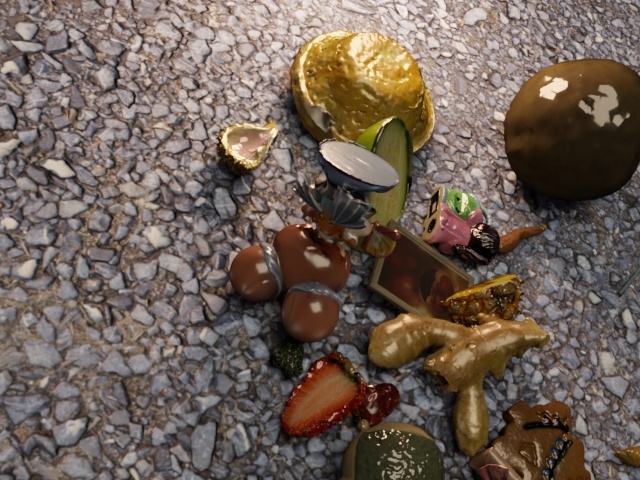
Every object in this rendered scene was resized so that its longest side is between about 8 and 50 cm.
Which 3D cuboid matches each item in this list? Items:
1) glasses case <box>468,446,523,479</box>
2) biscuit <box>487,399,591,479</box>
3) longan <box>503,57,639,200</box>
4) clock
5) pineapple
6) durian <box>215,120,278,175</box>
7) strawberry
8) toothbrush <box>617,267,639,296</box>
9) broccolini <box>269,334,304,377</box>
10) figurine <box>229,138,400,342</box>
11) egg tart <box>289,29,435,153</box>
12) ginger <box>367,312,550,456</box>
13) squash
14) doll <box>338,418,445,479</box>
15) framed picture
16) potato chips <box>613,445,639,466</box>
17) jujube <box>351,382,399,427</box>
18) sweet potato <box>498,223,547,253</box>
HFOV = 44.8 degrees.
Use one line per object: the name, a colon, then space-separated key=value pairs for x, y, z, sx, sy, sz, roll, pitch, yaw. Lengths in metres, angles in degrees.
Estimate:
glasses case: x=0.415 y=0.553 z=1.720 sx=0.070 sy=0.102 sz=0.193 roll=-39 pitch=83 yaw=-28
biscuit: x=0.543 y=0.517 z=1.830 sx=0.278 sy=0.043 sz=0.301 roll=-27 pitch=76 yaw=-33
longan: x=0.733 y=-0.310 z=2.166 sx=0.436 sy=0.404 sz=0.404 roll=-8 pitch=66 yaw=-30
clock: x=0.377 y=-0.038 z=2.038 sx=0.195 sy=0.100 sz=0.194 roll=24 pitch=54 yaw=-11
pineapple: x=0.450 y=0.161 z=1.918 sx=0.250 sy=0.164 sz=0.139 roll=-16 pitch=87 yaw=-44
durian: x=-0.175 y=-0.232 z=1.920 sx=0.140 sy=0.078 sz=0.224 roll=33 pitch=43 yaw=11
strawberry: x=0.005 y=0.342 z=1.672 sx=0.208 sy=0.087 sz=0.167 roll=-34 pitch=43 yaw=-9
toothbrush: x=0.909 y=0.097 z=2.246 sx=0.019 sy=0.016 sz=0.219 roll=46 pitch=55 yaw=8
broccolini: x=-0.052 y=0.209 z=1.731 sx=0.074 sy=0.058 sz=0.201 roll=30 pitch=55 yaw=-14
figurine: x=0.001 y=0.000 z=1.690 sx=0.277 sy=0.388 sz=0.248 roll=38 pitch=29 yaw=20
egg tart: x=0.138 y=-0.412 z=2.093 sx=0.443 sy=0.178 sz=0.443 roll=12 pitch=58 yaw=-20
ginger: x=0.322 y=0.256 z=1.817 sx=0.363 sy=0.122 sz=0.348 roll=40 pitch=68 yaw=9
squash: x=0.151 y=-0.152 z=1.871 sx=0.210 sy=0.309 sz=0.233 roll=40 pitch=54 yaw=1
doll: x=0.123 y=0.534 z=1.536 sx=0.247 sy=0.247 sz=0.349 roll=14 pitch=61 yaw=-17
framed picture: x=0.254 y=0.105 z=1.912 sx=0.289 sy=0.020 sz=0.211 roll=34 pitch=52 yaw=-18
potato chips: x=0.916 y=0.502 z=1.995 sx=0.407 sy=0.057 sz=0.080 roll=-16 pitch=74 yaw=-30
jujube: x=0.123 y=0.359 z=1.716 sx=0.129 sy=0.077 sz=0.077 roll=-31 pitch=78 yaw=-39
sweet potato: x=0.542 y=-0.008 z=2.125 sx=0.214 sy=0.050 sz=0.050 roll=-22 pitch=73 yaw=-36
